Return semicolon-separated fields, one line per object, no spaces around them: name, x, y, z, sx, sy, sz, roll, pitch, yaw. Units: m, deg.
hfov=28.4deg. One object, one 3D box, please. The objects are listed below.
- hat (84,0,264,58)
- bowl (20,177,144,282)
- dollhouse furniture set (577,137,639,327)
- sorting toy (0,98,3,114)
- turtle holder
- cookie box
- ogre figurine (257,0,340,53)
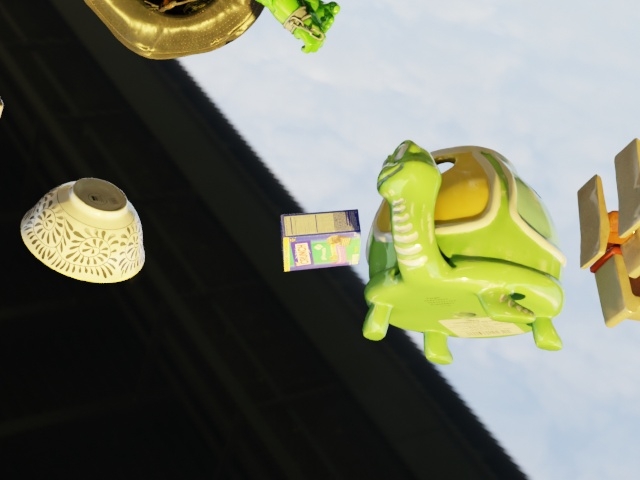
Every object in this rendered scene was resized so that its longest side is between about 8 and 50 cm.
hat;-0.235;-0.457;1.971;0.331;0.331;0.134;9;-155;-14
bowl;-0.300;-0.029;1.659;0.170;0.080;0.170;19;-148;-12
dollhouse furniture set;0.384;-0.011;1.314;0.262;0.259;0.135;10;-118;-16
sorting toy;-0.532;-0.264;1.549;0.257;0.089;0.255;7;-148;-33
turtle holder;0.151;0.006;1.519;0.320;0.243;0.228;15;-112;-31
cookie box;0.000;0.000;1.743;0.107;0.092;0.040;-5;-121;-3
ogre figurine;-0.029;-0.301;1.415;0.118;0.097;0.197;27;-111;-15
